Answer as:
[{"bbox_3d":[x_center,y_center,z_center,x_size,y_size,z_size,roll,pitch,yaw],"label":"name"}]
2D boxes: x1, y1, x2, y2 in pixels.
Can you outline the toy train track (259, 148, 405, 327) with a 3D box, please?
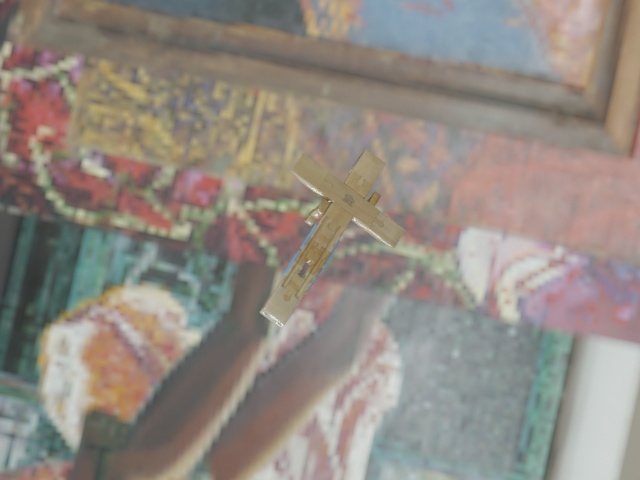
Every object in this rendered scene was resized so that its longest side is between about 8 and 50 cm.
[{"bbox_3d":[0.000,0.000,0.663,0.048,0.083,0.014,37,145,-6],"label":"toy train track"}]
